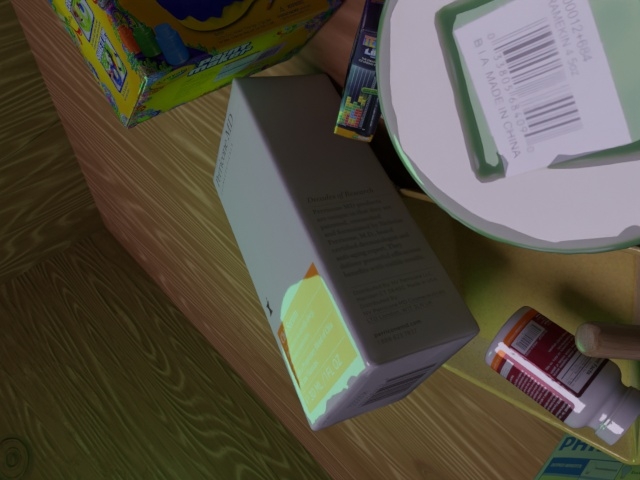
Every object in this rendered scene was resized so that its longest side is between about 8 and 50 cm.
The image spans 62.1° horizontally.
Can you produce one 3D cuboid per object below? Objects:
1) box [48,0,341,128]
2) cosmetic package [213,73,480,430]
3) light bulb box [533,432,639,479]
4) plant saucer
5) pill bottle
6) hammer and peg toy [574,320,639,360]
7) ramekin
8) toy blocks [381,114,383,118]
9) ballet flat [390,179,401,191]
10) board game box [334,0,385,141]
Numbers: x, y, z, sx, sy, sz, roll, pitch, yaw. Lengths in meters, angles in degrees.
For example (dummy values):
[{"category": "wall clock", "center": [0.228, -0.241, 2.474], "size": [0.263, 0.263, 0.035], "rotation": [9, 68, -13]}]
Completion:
[{"category": "box", "center": [-0.183, -0.347, 0.685], "size": [0.279, 0.290, 0.177], "rotation": [60, 152, -7]}, {"category": "cosmetic package", "center": [0.000, 0.000, 0.757], "size": [0.453, 0.161, 0.230], "rotation": [64, 150, 28]}, {"category": "light bulb box", "center": [0.385, 0.429, 0.595], "size": [0.225, 0.361, 0.358], "rotation": [53, 153, 0]}, {"category": "plant saucer", "center": [0.270, 0.086, 0.694], "size": [0.333, 0.081, 0.333], "rotation": [22, 139, 46]}, {"category": "pill bottle", "center": [0.268, 0.148, 0.588], "size": [0.152, 0.086, 0.086], "rotation": [38, 148, 29]}, {"category": "hammer and peg toy", "center": [0.304, -0.023, 0.255], "size": [0.127, 0.266, 0.361], "rotation": [-120, 28, -55]}, {"category": "ramekin", "center": [0.190, -0.137, 0.402], "size": [0.303, 0.148, 0.303], "rotation": [19, 125, 30]}, {"category": "toy blocks", "center": [0.138, -0.166, 0.646], "size": [0.123, 0.054, 0.148], "rotation": [58, 153, -8]}, {"category": "ballet flat", "center": [0.072, -0.033, 0.881], "size": [0.077, 0.091, 0.241], "rotation": [25, 162, -15]}, {"category": "board game box", "center": [0.061, -0.220, 0.588], "size": [0.048, 0.170, 0.141], "rotation": [13, 147, -1]}]
